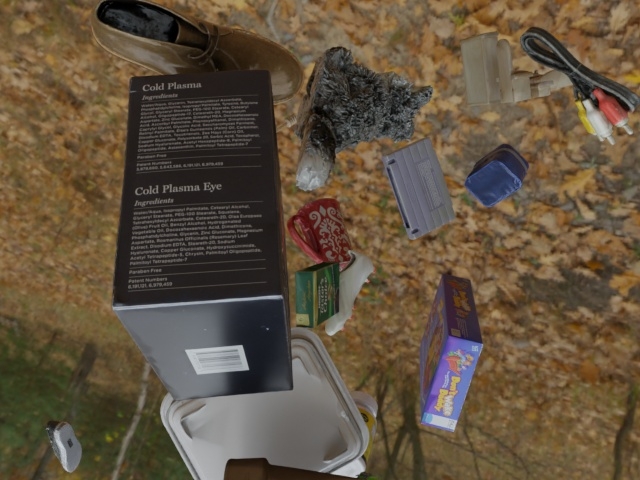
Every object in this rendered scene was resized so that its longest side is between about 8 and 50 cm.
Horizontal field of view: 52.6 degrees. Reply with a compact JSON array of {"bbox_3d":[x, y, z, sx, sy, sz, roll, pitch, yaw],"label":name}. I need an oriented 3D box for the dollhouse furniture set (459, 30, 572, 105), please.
[{"bbox_3d":[0.559,-0.464,1.671,0.356,0.173,0.303,-13,-167,-15],"label":"dollhouse furniture set"}]

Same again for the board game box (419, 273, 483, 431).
[{"bbox_3d":[0.307,0.256,1.569,0.078,0.233,0.347,14,-159,3],"label":"board game box"}]

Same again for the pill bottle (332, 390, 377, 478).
[{"bbox_3d":[0.080,0.501,1.679,0.119,0.208,0.119,9,126,13],"label":"pill bottle"}]

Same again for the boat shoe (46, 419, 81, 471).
[{"bbox_3d":[-0.523,0.416,1.320,0.040,0.049,0.142,16,127,18],"label":"boat shoe"}]

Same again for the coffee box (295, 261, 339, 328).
[{"bbox_3d":[-0.003,0.106,1.296,0.040,0.113,0.184,1,-177,17],"label":"coffee box"}]

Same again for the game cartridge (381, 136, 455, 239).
[{"bbox_3d":[0.394,-0.209,2.573,0.068,0.230,0.355,1,113,60],"label":"game cartridge"}]

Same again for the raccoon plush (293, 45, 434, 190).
[{"bbox_3d":[0.100,-0.236,1.492,0.299,0.446,0.216,17,149,-13],"label":"raccoon plush"}]

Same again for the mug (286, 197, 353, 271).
[{"bbox_3d":[0.001,0.004,1.529,0.150,0.169,0.113,-13,154,-15],"label":"mug"}]

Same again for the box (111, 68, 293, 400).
[{"bbox_3d":[-0.135,0.009,0.858,0.179,0.312,0.343,-4,152,-3],"label":"box"}]

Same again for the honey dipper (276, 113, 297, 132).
[{"bbox_3d":[-0.132,-0.336,1.984,0.030,0.161,0.030,36,151,24],"label":"honey dipper"}]

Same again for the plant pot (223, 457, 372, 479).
[{"bbox_3d":[0.006,0.482,0.975,0.280,0.323,0.323,-6,159,-4],"label":"plant pot"}]

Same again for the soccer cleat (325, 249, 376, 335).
[{"bbox_3d":[0.049,0.113,1.424,0.076,0.196,0.068,33,164,-16],"label":"soccer cleat"}]

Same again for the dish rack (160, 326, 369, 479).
[{"bbox_3d":[-0.101,0.345,1.182,0.285,0.333,0.072,62,179,-2],"label":"dish rack"}]

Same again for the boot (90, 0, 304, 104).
[{"bbox_3d":[-0.160,-0.257,0.889,0.305,0.112,0.115,13,-176,-18],"label":"boot"}]

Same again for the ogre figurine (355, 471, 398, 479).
[{"bbox_3d":[0.107,0.550,1.284,0.118,0.197,0.097,-33,103,36],"label":"ogre figurine"}]

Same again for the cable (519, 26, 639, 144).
[{"bbox_3d":[0.507,-0.307,1.271,0.287,0.072,0.139,41,171,-8],"label":"cable"}]

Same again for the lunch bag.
[{"bbox_3d":[0.289,-0.107,1.067,0.067,0.065,0.098,45,140,-7],"label":"lunch bag"}]
